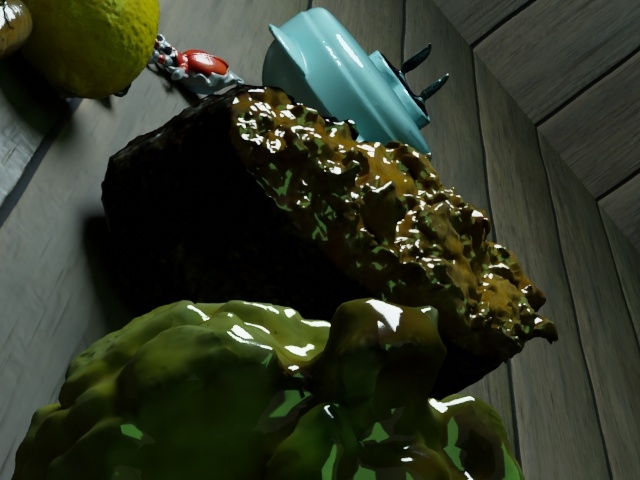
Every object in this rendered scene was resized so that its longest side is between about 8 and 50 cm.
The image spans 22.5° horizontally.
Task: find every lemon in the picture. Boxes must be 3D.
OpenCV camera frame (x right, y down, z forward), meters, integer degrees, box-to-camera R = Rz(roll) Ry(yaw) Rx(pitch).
[{"bbox_3d":[-0.177,-0.164,1.221,0.109,0.109,0.133,41,55,-36],"label":"lemon"}]

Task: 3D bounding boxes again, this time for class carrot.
[{"bbox_3d":[-0.248,-0.120,1.066,0.049,0.049,0.254,50,21,-10],"label":"carrot"}]

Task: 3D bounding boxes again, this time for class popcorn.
[{"bbox_3d":[-0.024,0.154,0.791,0.258,0.270,0.224,10,8,11],"label":"popcorn"}]

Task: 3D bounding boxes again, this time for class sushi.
[{"bbox_3d":[0.000,0.000,1.211,0.348,0.207,0.234,34,32,-42],"label":"sushi"}]

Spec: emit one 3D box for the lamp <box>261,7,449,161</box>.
[{"bbox_3d":[0.034,-0.139,1.666,0.209,0.147,0.284,57,25,5],"label":"lamp"}]

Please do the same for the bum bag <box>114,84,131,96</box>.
[{"bbox_3d":[-0.220,-0.189,1.315,0.159,0.026,0.109,36,23,-30],"label":"bum bag"}]

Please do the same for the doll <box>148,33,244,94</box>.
[{"bbox_3d":[-0.117,-0.158,1.496,0.114,0.039,0.057,20,2,-40],"label":"doll"}]
